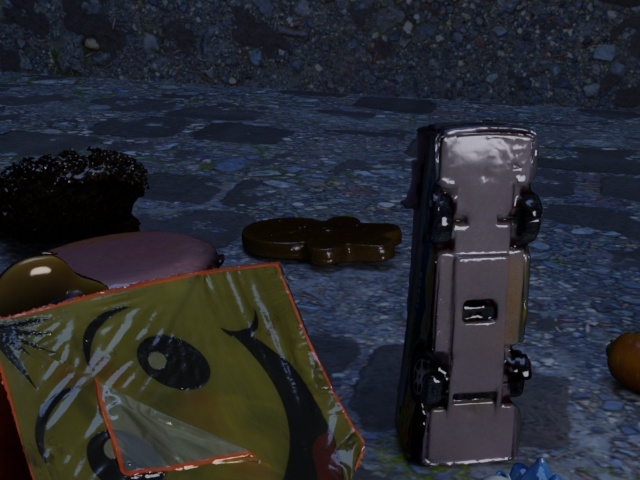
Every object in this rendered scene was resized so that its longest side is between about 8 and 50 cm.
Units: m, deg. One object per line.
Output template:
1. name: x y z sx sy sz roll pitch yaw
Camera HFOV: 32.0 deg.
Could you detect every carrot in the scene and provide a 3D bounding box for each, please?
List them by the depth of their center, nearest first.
1. carrot: 0.396 0.145 1.144 0.225 0.067 0.067 15 22 36

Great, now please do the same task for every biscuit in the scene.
1. biscuit: 0.000 0.000 1.637 0.236 0.039 0.180 5 19 14

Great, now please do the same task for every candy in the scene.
1. candy: -0.226 0.060 1.282 0.255 0.094 0.255 -5 15 1

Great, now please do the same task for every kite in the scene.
1. kite: -0.114 0.136 0.876 0.327 0.013 0.378 26 49 -8

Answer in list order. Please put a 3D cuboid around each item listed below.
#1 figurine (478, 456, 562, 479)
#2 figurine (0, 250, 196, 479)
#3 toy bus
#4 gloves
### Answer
1. figurine: 0.144 0.212 0.877 0.114 0.079 0.114 -41 17 15
2. figurine: -0.224 0.136 0.976 0.208 0.181 0.257 38 -4 -34
3. toy bus: 0.130 0.042 1.030 0.112 0.317 0.138 1 15 -11
4. gloves: -0.372 -0.058 1.620 0.210 0.135 0.312 15 -13 -30
